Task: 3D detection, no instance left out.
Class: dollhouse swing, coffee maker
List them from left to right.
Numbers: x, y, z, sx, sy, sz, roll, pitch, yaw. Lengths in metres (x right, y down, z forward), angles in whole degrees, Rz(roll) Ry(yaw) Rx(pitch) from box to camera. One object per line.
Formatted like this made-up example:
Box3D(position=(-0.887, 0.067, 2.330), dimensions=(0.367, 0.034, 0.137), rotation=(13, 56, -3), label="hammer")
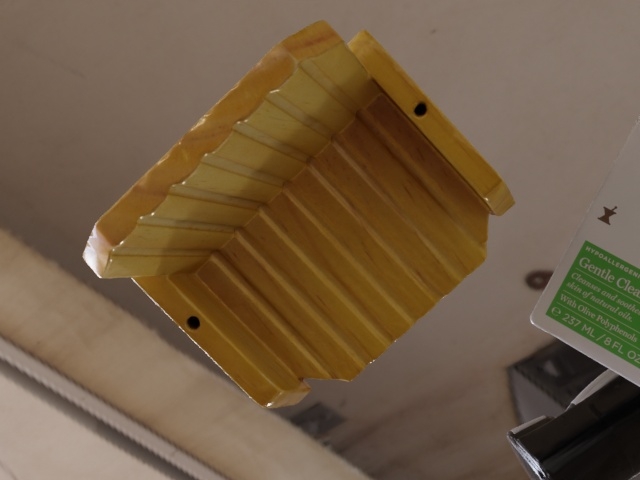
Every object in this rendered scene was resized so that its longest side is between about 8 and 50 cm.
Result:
Box3D(position=(0.000, 0.000, 0.962), dimensions=(0.315, 0.347, 0.305), rotation=(46, -173, -7), label="dollhouse swing")
Box3D(position=(0.320, 0.225, 1.115), dimensions=(0.120, 0.178, 0.171), rotation=(56, 175, -1), label="coffee maker")

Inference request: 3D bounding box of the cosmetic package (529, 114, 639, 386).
Box3D(position=(0.385, -0.037, 0.965), dimensions=(0.197, 0.366, 0.155), rotation=(30, -165, 23), label="cosmetic package")
